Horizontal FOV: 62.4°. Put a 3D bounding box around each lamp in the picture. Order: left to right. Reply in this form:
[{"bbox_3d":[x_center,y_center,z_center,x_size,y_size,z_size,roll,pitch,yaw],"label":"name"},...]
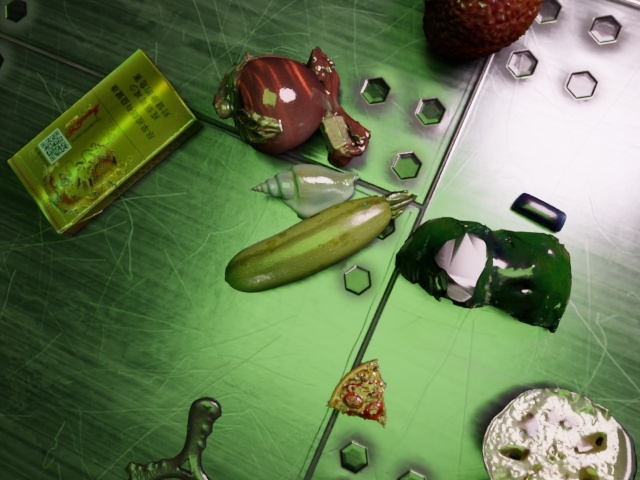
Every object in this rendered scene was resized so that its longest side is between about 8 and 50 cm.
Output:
[{"bbox_3d":[-0.047,-0.206,0.833,0.223,0.151,0.215,-20,87,3],"label":"lamp"}]

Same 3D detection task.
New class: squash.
[{"bbox_3d":[0.000,0.000,0.838,0.340,0.094,0.095,-24,82,4],"label":"squash"}]

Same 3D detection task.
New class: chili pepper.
[{"bbox_3d":[0.246,0.037,0.788,0.264,0.116,0.148,15,84,8],"label":"chili pepper"}]

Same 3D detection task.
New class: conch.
[{"bbox_3d":[-0.025,-0.081,0.860,0.180,0.065,0.088,-3,83,-2],"label":"conch"}]

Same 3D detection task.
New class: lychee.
[{"bbox_3d":[0.238,-0.365,0.796,0.194,0.194,0.195,-1,85,7],"label":"lychee"}]

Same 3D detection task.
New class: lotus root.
[{"bbox_3d":[0.335,0.317,0.761,0.203,0.078,0.183,-33,58,-13],"label":"lotus root"}]

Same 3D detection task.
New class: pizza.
[{"bbox_3d":[0.069,0.236,0.837,0.100,0.029,0.099,17,86,8],"label":"pizza"}]

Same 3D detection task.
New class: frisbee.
[{"bbox_3d":[-0.236,0.381,0.871,0.187,0.012,0.211,-16,84,6],"label":"frisbee"}]

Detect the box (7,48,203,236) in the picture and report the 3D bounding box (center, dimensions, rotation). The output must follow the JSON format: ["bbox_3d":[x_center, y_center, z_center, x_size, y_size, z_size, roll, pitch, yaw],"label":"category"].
[{"bbox_3d":[-0.378,-0.170,0.926,0.311,0.043,0.173,-40,81,2],"label":"box"}]

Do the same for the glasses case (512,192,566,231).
[{"bbox_3d":[0.346,-0.046,0.830,0.083,0.023,0.034,30,93,8],"label":"glasses case"}]
